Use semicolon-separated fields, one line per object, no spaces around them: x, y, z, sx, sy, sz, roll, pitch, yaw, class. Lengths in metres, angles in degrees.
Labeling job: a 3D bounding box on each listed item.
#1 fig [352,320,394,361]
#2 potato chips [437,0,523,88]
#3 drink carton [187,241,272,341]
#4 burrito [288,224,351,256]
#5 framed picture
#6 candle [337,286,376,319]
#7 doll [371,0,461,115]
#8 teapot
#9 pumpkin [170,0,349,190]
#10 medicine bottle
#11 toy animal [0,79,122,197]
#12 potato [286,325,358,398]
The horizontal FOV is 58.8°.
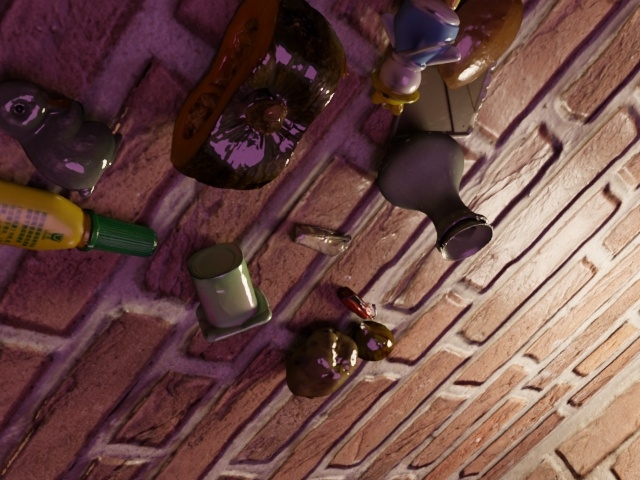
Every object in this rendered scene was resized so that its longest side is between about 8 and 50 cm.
0.129;0.248;1.456;0.109;0.103;0.154;-43;141;-19;fig
0.297;-0.370;1.033;0.201;0.049;0.150;-48;138;3;potato chips
-0.192;0.090;1.132;0.146;0.144;0.142;-21;125;-13;drink carton
0.000;0.000;1.216;0.149;0.041;0.055;13;106;-36;burrito
0.251;-0.320;1.097;0.209;0.019;0.281;-7;130;-25;framed picture
0.095;0.159;1.412;0.053;0.048;0.162;-12;144;30;candle
0.159;-0.327;0.977;0.135;0.098;0.241;10;131;-21;doll
0.227;-0.086;1.110;0.184;0.250;0.183;-16;145;-11;teapot
-0.097;-0.209;0.857;0.139;0.221;0.317;23;114;-41;pumpkin
-0.422;-0.023;0.940;0.309;0.076;0.111;16;124;-37;medicine bottle
-0.400;-0.164;0.801;0.108;0.138;0.236;-15;149;31;toy animal
0.001;0.309;1.422;0.155;0.137;0.200;26;114;-10;potato
